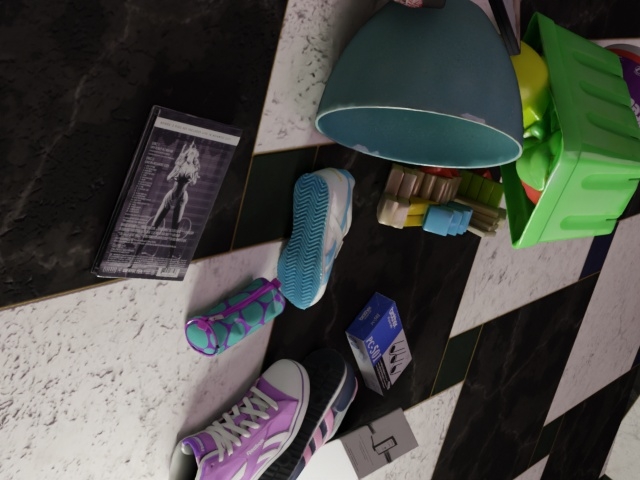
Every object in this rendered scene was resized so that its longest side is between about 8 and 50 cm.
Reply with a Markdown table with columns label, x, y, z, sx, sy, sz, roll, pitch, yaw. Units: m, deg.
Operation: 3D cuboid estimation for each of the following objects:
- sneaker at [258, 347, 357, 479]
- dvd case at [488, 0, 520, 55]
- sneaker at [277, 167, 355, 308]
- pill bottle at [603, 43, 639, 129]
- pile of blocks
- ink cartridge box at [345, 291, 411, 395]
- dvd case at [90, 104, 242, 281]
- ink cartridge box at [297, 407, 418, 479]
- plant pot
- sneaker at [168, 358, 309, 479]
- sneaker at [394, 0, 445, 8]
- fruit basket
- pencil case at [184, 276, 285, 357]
| label | x | y | z | sx | sy | sz | roll | pitch | yaw |
| --- | --- | --- | --- | --- | --- | --- | --- | --- | --- |
| sneaker | -0.035 | 0.343 | 1.837 | 0.319 | 0.112 | 0.131 | -54 | 146 | -11 |
| dvd case | 0.278 | -0.433 | 1.647 | 0.180 | 0.022 | 0.253 | 49 | 40 | -57 |
| sneaker | 0.000 | 0.000 | 1.641 | 0.092 | 0.087 | 0.228 | -22 | 133 | -50 |
| pill bottle | 0.560 | -0.235 | 2.196 | 0.323 | 0.181 | 0.181 | -50 | 147 | -20 |
| pile of blocks | 0.233 | -0.083 | 1.861 | 0.362 | 0.149 | 0.112 | -8 | 121 | -53 |
| ink cartridge box | 0.109 | 0.193 | 1.996 | 0.097 | 0.046 | 0.207 | -50 | 147 | -22 |
| dvd case | -0.192 | -0.053 | 1.375 | 0.164 | 0.018 | 0.221 | 7 | 108 | -57 |
| ink cartridge box | 0.059 | 0.388 | 1.974 | 0.148 | 0.086 | 0.203 | -31 | 170 | 36 |
| plant pot | 0.151 | -0.233 | 1.529 | 0.290 | 0.290 | 0.195 | 26 | 71 | -60 |
| sneaker | -0.129 | 0.298 | 1.674 | 0.282 | 0.102 | 0.161 | -59 | 146 | -5 |
| sneaker | 0.098 | -0.391 | 1.471 | 0.270 | 0.145 | 0.090 | -82 | 179 | -58 |
| fruit basket | 0.324 | -0.203 | 1.793 | 0.392 | 0.392 | 0.283 | -35 | 154 | -38 |
| pencil case | -0.121 | 0.110 | 1.567 | 0.152 | 0.064 | 0.070 | -32 | 155 | -41 |
